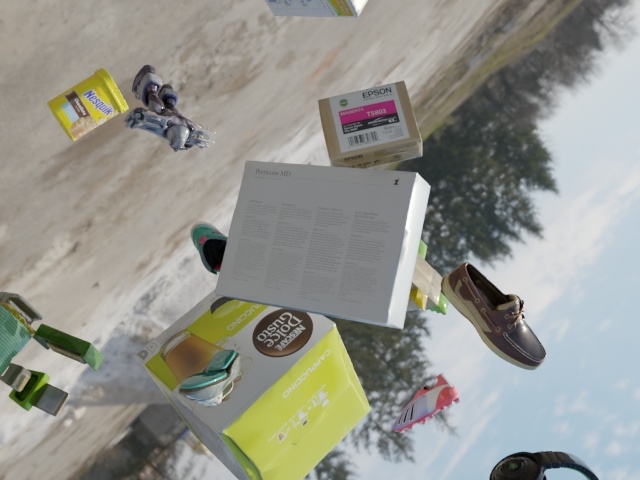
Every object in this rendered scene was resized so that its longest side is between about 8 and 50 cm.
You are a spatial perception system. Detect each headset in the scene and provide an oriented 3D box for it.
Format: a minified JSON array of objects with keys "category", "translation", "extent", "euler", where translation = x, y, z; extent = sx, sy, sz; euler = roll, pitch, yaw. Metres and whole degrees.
[{"category":"headset","translation":[0.460,0.621,1.690],"extent":[0.395,0.243,0.185],"euler":[-6,-164,-3]}]

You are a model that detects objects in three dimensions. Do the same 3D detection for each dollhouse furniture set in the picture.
[{"category":"dollhouse furniture set","translation":[-0.655,0.271,1.688],"extent":[0.301,0.151,0.197],"euler":[78,35,-60]}]

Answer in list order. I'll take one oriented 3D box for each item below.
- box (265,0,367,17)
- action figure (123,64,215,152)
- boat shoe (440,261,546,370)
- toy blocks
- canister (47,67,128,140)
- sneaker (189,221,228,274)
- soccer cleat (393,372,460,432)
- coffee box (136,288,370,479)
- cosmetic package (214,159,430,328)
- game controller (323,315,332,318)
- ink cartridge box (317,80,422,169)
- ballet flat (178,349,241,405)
[{"category":"box","translation":[-0.007,-0.487,1.363],"extent":[0.114,0.203,0.103],"euler":[-61,142,-19]},{"category":"action figure","translation":[-0.327,-0.260,1.582],"extent":[0.099,0.185,0.285],"euler":[-52,-141,18]},{"category":"boat shoe","translation":[0.472,0.192,1.942],"extent":[0.123,0.342,0.123],"euler":[-36,171,-43]},{"category":"toy blocks","translation":[0.152,0.090,2.099],"extent":[0.261,0.381,0.190],"euler":[-16,-137,40]},{"category":"canister","translation":[-0.604,-0.351,1.930],"extent":[0.170,0.073,0.126],"euler":[-37,134,-15]},{"category":"sneaker","translation":[-0.272,0.060,2.316],"extent":[0.123,0.296,0.178],"euler":[-53,-159,7]},{"category":"soccer cleat","translation":[0.291,0.469,2.119],"extent":[0.083,0.095,0.248],"euler":[-5,151,-47]},{"category":"coffee box","translation":[-0.143,0.330,1.709],"extent":[0.338,0.334,0.338],"euler":[-41,135,-21]},{"category":"cosmetic package","translation":[0.000,0.000,1.444],"extent":[0.097,0.378,0.284],"euler":[26,74,-61]},{"category":"game controller","translation":[0.110,0.132,2.290],"extent":[0.319,0.166,0.067],"euler":[-14,174,-28]},{"category":"ink cartridge box","translation":[0.124,-0.286,1.890],"extent":[0.235,0.193,0.088],"euler":[-13,154,2]},{"category":"ballet flat","translation":[-0.181,0.248,1.278],"extent":[0.072,0.068,0.213],"euler":[-5,-172,12]}]
